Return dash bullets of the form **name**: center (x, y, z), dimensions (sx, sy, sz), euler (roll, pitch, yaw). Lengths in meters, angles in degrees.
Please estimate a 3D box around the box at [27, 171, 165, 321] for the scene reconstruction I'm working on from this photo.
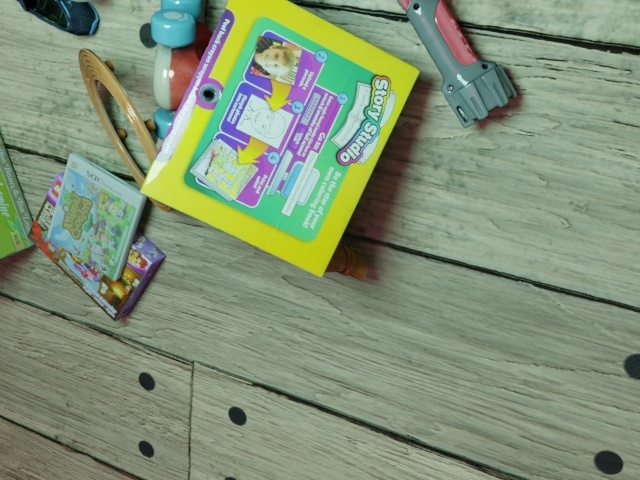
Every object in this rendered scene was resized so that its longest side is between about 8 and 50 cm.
- **box**: center (-0.505, 0.012, 1.557), dimensions (0.293, 0.057, 0.201), euler (42, 119, 7)

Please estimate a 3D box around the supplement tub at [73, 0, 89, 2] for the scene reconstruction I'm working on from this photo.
- **supplement tub**: center (-0.487, -0.603, 1.249), dimensions (0.316, 0.193, 0.193), euler (47, 121, 3)

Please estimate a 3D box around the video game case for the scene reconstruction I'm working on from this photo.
- **video game case**: center (-0.476, -0.049, 1.477), dimensions (0.193, 0.023, 0.212), euler (30, 114, 13)

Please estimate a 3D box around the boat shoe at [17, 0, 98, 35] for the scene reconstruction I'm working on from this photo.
- **boat shoe**: center (-0.557, -0.496, 1.381), dimensions (0.258, 0.089, 0.109), euler (30, 118, 13)

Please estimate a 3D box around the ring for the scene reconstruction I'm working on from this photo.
- **ring**: center (-0.360, -0.207, 1.323), dimensions (0.336, 0.032, 0.336), euler (47, 156, 28)

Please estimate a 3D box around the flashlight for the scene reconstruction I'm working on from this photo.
- **flashlight**: center (0.197, -0.335, 1.079), dimensions (0.304, 0.103, 0.103), euler (56, 150, -6)

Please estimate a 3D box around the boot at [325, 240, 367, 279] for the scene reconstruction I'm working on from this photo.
- **boot**: center (0.000, 0.000, 1.292), dimensions (0.152, 0.197, 0.073), euler (21, 118, -26)

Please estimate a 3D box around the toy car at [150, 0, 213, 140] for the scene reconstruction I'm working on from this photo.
- **toy car**: center (-0.170, -0.303, 1.241), dimensions (0.238, 0.210, 0.219), euler (4, 127, -6)

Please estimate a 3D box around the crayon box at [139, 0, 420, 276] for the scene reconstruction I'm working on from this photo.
- **crayon box**: center (-0.063, -0.173, 1.113), dimensions (0.313, 0.106, 0.363), euler (25, 92, -10)

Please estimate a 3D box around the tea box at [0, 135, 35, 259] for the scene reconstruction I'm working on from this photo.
- **tea box**: center (-0.862, -0.083, 1.539), dimensions (0.220, 0.323, 0.329), euler (-9, 105, 29)
